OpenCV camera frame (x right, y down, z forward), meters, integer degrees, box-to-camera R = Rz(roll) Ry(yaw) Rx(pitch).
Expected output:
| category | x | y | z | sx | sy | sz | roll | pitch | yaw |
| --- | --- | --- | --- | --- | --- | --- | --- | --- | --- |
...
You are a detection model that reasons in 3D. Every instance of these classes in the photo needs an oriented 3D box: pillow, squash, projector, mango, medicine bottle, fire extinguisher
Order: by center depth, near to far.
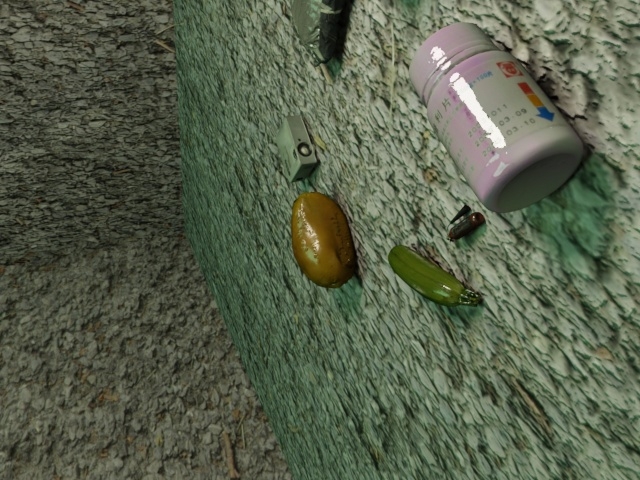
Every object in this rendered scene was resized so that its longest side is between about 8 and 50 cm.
| category | x | y | z | sx | sy | sz | roll | pitch | yaw |
| --- | --- | --- | --- | --- | --- | --- | --- | --- | --- |
| medicine bottle | 0.235 | -0.176 | 0.828 | 0.254 | 0.152 | 0.152 | 64 | 153 | 29 |
| fire extinguisher | 0.243 | -0.030 | 1.031 | 0.046 | 0.032 | 0.100 | 62 | 148 | 10 |
| squash | 0.203 | 0.072 | 1.131 | 0.252 | 0.066 | 0.066 | -141 | 45 | -57 |
| pillow | 0.006 | -0.540 | 1.257 | 0.161 | 0.093 | 0.335 | 56 | 148 | 31 |
| mango | 0.000 | 0.000 | 1.458 | 0.156 | 0.151 | 0.248 | -9 | -97 | -79 |
| projector | -0.065 | -0.249 | 1.603 | 0.115 | 0.061 | 0.147 | 129 | 125 | -63 |
